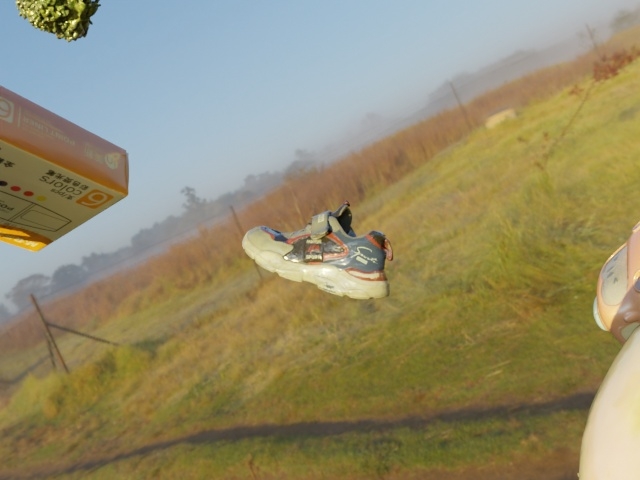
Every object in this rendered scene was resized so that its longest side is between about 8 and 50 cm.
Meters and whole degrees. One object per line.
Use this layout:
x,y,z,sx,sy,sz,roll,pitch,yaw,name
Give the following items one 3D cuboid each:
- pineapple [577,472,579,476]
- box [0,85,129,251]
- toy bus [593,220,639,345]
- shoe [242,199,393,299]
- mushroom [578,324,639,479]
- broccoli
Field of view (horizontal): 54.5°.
0.423,0.362,0.793,0.221,0.221,0.047,-22,-15,32,pineapple
-0.427,-0.096,0.828,0.220,0.091,0.273,-26,-30,28,box
0.558,0.097,0.958,0.232,0.287,0.194,-42,18,50,toy bus
0.000,0.000,0.862,0.227,0.126,0.099,18,8,18,shoe
0.391,0.189,0.472,0.352,0.325,0.353,-3,32,2,mushroom
-0.251,-0.244,0.593,0.097,0.092,0.095,29,-19,-36,broccoli
